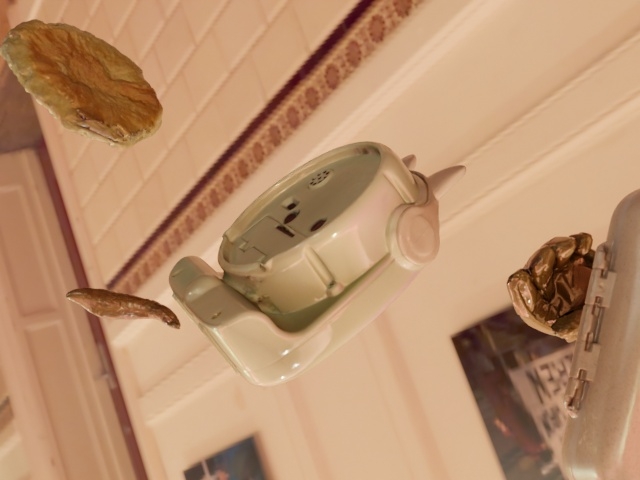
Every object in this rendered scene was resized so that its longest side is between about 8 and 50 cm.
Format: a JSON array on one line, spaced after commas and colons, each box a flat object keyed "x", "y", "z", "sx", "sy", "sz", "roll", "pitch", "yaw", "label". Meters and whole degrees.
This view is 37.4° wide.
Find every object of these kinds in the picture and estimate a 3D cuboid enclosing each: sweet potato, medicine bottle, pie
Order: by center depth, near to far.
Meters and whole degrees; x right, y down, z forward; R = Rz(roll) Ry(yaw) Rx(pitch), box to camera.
[{"x": 0.425, "y": 0.133, "z": 1.083, "sx": 0.282, "sy": 0.375, "sz": 0.123, "roll": 19, "pitch": 168, "yaw": -18, "label": "medicine bottle"}, {"x": -0.249, "y": 0.086, "z": 1.209, "sx": 0.153, "sy": 0.041, "sz": 0.038, "roll": 13, "pitch": 125, "yaw": 1, "label": "sweet potato"}, {"x": -0.405, "y": -0.269, "z": 1.649, "sx": 0.306, "sy": 0.306, "sz": 0.071, "roll": -4, "pitch": 146, "yaw": -51, "label": "pie"}]

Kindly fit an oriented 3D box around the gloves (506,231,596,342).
[{"x": 0.376, "y": 0.072, "z": 1.367, "sx": 0.331, "sy": 0.154, "sz": 0.141, "roll": 12, "pitch": 177, "yaw": -35, "label": "gloves"}]

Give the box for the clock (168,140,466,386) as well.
[{"x": 0.000, "y": 0.000, "z": 1.024, "sx": 0.324, "sy": 0.108, "sz": 0.265, "roll": -40, "pitch": -159, "yaw": -11, "label": "clock"}]
